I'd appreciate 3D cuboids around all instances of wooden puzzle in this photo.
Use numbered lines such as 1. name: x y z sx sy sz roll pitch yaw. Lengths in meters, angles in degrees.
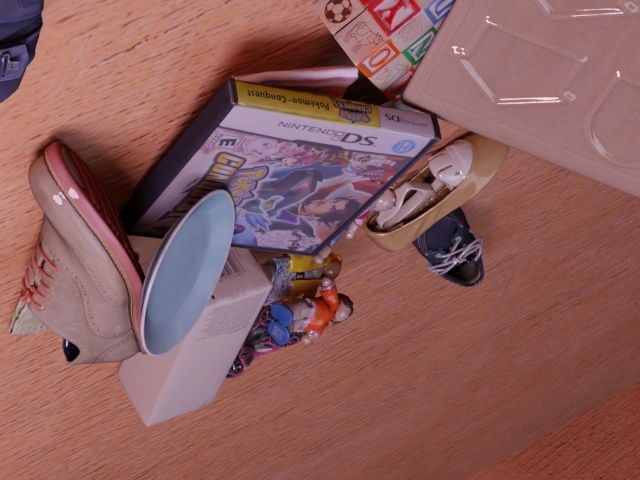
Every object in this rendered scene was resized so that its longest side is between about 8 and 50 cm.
1. wooden puzzle: 0.288 -0.200 1.443 0.322 0.081 0.348 21 141 -8

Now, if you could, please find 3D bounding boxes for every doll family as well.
1. doll family: 0.000 0.000 1.821 0.163 0.118 0.263 -13 133 -50

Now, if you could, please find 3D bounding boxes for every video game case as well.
1. video game case: -0.047 -0.068 1.546 0.248 0.035 0.275 7 149 -30

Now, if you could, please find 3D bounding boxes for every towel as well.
1. towel: -0.281 0.061 1.652 0.148 0.027 0.110 -16 152 -36
2. towel: -0.054 -0.122 1.533 0.144 0.029 0.197 -10 158 -27

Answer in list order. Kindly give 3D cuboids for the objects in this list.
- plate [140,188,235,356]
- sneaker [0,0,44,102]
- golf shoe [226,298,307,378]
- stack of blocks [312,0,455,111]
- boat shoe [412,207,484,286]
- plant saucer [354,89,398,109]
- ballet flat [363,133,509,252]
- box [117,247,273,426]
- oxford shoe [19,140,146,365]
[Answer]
1. plate: -0.144 0.031 1.508 0.188 0.024 0.188 -58 163 -30
2. sneaker: -0.306 -0.165 1.113 0.226 0.086 0.163 -15 147 -40
3. golf shoe: -0.094 0.131 2.005 0.186 0.068 0.086 -26 -173 -30
4. stack of blocks: 0.130 -0.224 1.572 0.171 0.087 0.297 -38 156 9
5. boat shoe: 0.185 0.009 2.098 0.095 0.079 0.254 -34 157 0
6. plant saucer: 0.035 -0.124 1.682 0.168 0.029 0.168 -34 170 -7
7. ballet flat: 0.151 -0.070 1.915 0.232 0.080 0.073 -44 140 18
8. box: -0.162 0.115 1.827 0.113 0.094 0.275 -16 151 -35
9. oxford shoe: -0.254 0.036 1.502 0.130 0.123 0.348 -22 143 -6
